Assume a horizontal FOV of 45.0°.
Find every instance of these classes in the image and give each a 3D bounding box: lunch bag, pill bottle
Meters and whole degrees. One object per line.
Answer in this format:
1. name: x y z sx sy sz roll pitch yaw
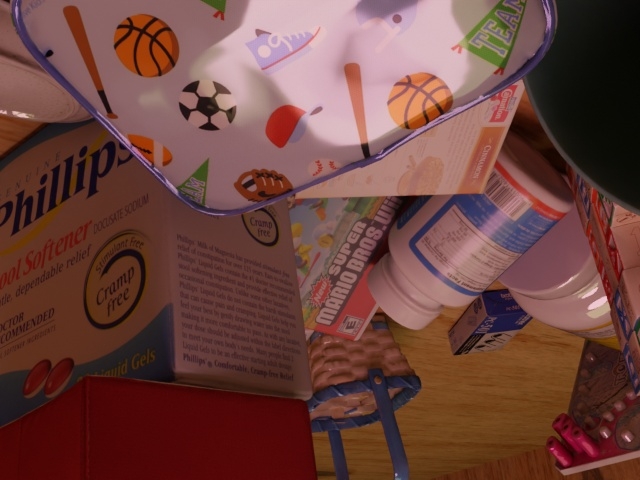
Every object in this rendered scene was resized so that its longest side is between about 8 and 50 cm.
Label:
1. lunch bag: -0.021 -0.161 0.474 0.303 0.115 0.243 -27 123 22
2. pill bottle: 0.347 0.030 0.967 0.188 0.187 0.334 -27 149 33
3. pill bottle: 0.152 -0.007 0.836 0.124 0.124 0.221 15 128 -40

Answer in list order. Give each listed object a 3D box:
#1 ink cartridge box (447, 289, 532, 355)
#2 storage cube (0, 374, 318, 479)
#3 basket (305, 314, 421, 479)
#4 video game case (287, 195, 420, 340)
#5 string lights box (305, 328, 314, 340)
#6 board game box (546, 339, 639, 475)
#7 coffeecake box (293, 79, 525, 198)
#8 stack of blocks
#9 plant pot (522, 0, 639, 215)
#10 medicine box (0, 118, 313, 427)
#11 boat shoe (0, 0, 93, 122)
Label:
1. ink cartridge box: 0.300 0.145 1.357 0.097 0.046 0.207 -5 154 -11
2. storage cube: -0.122 0.216 0.524 0.215 0.193 0.184 18 143 -41
3. basket: 0.059 0.282 1.282 0.201 0.288 0.255 1 154 -21
4. video game case: 0.000 0.000 0.846 0.285 0.025 0.204 21 103 -46
5. string lights box: -0.147 0.066 0.947 0.260 0.133 0.077 -2 158 -14
6. board game box: 0.516 0.128 1.087 0.050 0.390 0.390 48 132 -11
7. coffeecake box: 0.070 -0.111 0.687 0.186 0.068 0.142 -2 138 -13
8. stack of blocks: 0.297 -0.026 0.708 0.087 0.297 0.171 -13 155 10
9. plant pot: 0.304 -0.162 0.465 0.235 0.293 0.293 -9 158 -32
10. medicine box: -0.167 0.027 0.679 0.263 0.289 0.149 -26 150 31
11. boat shoe: -0.297 -0.118 0.489 0.136 0.156 0.367 -27 149 34
